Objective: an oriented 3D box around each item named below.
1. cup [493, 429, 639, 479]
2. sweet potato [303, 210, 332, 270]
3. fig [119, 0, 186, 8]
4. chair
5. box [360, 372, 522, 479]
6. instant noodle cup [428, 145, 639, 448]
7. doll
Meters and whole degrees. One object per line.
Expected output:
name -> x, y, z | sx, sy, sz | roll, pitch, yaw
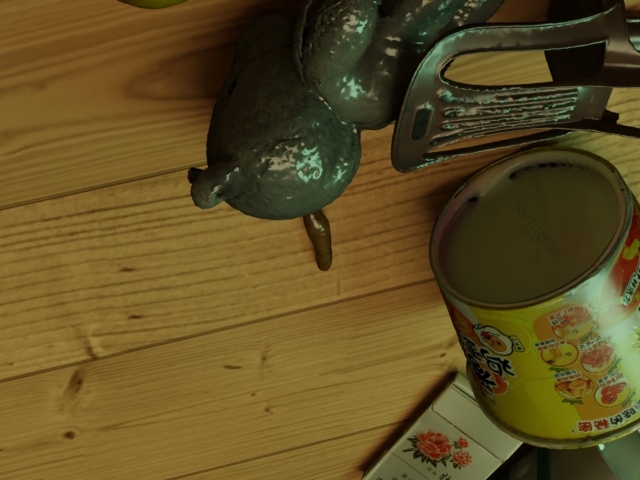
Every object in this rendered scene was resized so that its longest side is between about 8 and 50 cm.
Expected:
cup -> 0.296, 0.317, 2.095 | 0.290, 0.219, 0.258 | 42, 114, -15
sweet potato -> 0.000, 0.000, 1.731 | 0.026, 0.026, 0.115 | -18, 139, -4
fig -> -0.125, -0.243, 1.333 | 0.136, 0.120, 0.153 | -30, 163, 3
chair -> 0.213, -0.168, 1.512 | 0.327, 0.183, 0.175 | -1, 144, -9
box -> 0.143, 0.250, 2.030 | 0.109, 0.029, 0.198 | 37, 122, -4
instant noodle cup -> 0.237, 0.047, 1.723 | 0.264, 0.264, 0.200 | -26, 133, 6
doll -> 0.022, -0.164, 1.491 | 0.340, 0.158, 0.246 | -51, 165, 12
